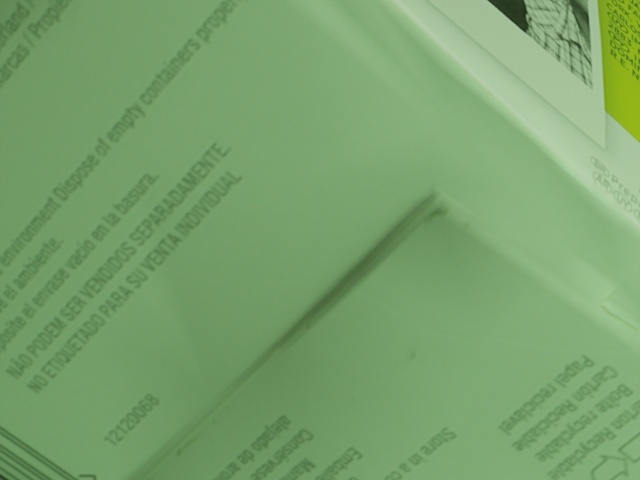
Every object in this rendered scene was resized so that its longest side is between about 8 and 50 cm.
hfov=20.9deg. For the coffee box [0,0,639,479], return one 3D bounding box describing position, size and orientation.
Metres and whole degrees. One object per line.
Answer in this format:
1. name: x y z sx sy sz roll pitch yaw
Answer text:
1. coffee box: 0.000 0.000 0.703 0.338 0.337 0.334 39 30 -13
